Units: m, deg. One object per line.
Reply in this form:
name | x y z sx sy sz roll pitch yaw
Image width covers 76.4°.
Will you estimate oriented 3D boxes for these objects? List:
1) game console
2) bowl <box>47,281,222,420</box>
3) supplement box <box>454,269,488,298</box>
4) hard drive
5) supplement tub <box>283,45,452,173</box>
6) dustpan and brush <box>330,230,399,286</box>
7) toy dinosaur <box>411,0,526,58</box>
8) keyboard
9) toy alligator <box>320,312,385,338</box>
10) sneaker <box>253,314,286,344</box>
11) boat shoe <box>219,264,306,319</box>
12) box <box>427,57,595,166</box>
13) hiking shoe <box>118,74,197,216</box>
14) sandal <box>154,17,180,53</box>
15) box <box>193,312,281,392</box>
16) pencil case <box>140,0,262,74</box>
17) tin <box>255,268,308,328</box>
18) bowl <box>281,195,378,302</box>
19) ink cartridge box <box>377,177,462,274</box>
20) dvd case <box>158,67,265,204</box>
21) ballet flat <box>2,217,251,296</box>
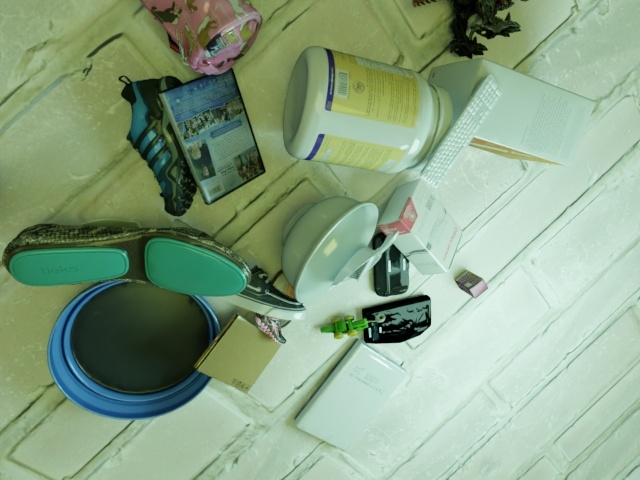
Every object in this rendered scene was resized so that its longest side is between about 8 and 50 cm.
game console | 0.225 0.142 1.198 0.214 0.044 0.360 -10 110 -14
bowl | -0.445 0.259 1.014 0.392 0.077 0.390 -5 107 -15
supplement box | 0.460 0.133 1.243 0.055 0.083 0.043 -37 112 -2
hard drive | 0.097 0.482 1.259 0.210 0.040 0.318 37 93 -22
supplement tub | 0.100 -0.283 0.929 0.332 0.241 0.240 6 104 -19
dustpan and brush | 0.129 0.046 1.065 0.147 0.060 0.211 -10 134 -58
toy dinosaur | 0.377 -0.585 1.001 0.323 0.164 0.218 -10 94 5
keyboard | 0.310 -0.234 0.894 0.072 0.014 0.255 28 99 -34
toy alligator | 0.096 0.248 1.172 0.190 0.056 0.051 -13 148 7
sneaker | -0.123 0.229 1.085 0.057 0.047 0.119 -44 114 -13
boat shoe | -0.169 0.113 1.022 0.302 0.108 0.102 20 91 0
box | 0.458 -0.318 1.039 0.346 0.215 0.168 11 103 -18
hiking shoe | -0.354 -0.204 0.905 0.132 0.113 0.303 1 105 5
sandal | -0.284 -0.407 0.876 0.179 0.067 0.040 40 103 -25
box | -0.208 0.301 1.069 0.164 0.021 0.201 -53 134 -12
pencil case | -0.289 -0.506 0.758 0.386 0.160 0.167 50 49 -9
tin | -0.102 0.156 1.108 0.106 0.040 0.189 33 95 -26
bowl | 0.000 0.000 1.009 0.298 0.134 0.297 -41 155 -24
ink cartridge box | 0.275 -0.032 1.103 0.218 0.092 0.158 43 58 -21
dvd case | -0.226 -0.229 0.900 0.180 0.022 0.252 -39 127 -35
ballet flat | -0.399 0.017 0.902 0.484 0.182 0.163 4 125 -17
